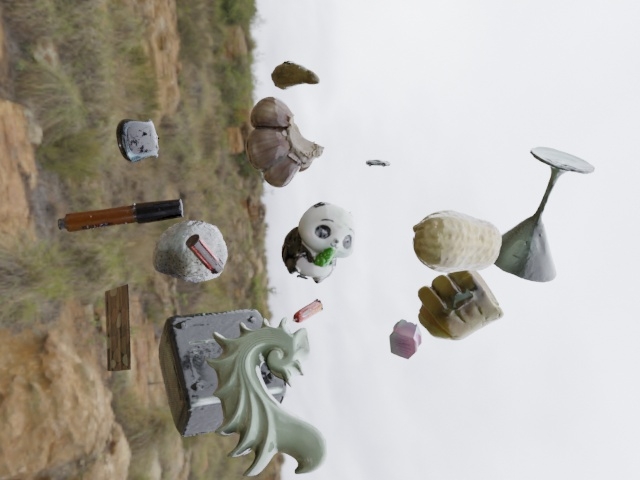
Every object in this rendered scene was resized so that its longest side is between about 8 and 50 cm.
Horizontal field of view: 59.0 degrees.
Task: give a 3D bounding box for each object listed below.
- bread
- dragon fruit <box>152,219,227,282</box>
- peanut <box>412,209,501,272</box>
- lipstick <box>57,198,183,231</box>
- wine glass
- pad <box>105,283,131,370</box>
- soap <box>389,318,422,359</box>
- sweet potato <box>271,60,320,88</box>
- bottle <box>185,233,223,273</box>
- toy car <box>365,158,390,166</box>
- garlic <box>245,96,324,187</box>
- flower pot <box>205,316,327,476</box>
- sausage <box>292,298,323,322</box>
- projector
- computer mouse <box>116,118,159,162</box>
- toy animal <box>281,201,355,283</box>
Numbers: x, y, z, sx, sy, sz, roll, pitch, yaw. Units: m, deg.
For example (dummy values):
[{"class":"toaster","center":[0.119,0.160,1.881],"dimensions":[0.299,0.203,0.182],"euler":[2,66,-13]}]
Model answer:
[{"class":"bread","center":[0.585,0.279,2.479],"dimensions":[0.300,0.342,0.210],"euler":[65,7,21]},{"class":"dragon fruit","center":[-0.531,0.032,2.258],"dimensions":[0.221,0.283,0.203],"euler":[-42,147,-73]},{"class":"peanut","center":[0.361,0.008,1.460],"dimensions":[0.174,0.340,0.158],"euler":[-30,-118,47]},{"class":"lipstick","center":[-0.690,-0.086,1.964],"dimensions":[0.077,0.419,0.077],"euler":[171,-90,-82]},{"class":"wine glass","center":[0.735,-0.092,1.906],"dimensions":[0.267,0.267,0.405],"euler":[-116,-148,-55]},{"class":"pad","center":[-0.570,0.247,1.587],"dimensions":[0.158,0.003,0.234],"euler":[-16,-105,45]},{"class":"soap","center":[0.279,0.324,1.853],"dimensions":[0.056,0.100,0.149],"euler":[-56,150,-35]},{"class":"sweet potato","center":[-0.105,-0.556,1.905],"dimensions":[0.310,0.124,0.097],"euler":[-133,-152,-64]},{"class":"bottle","center":[-0.386,0.050,1.911],"dimensions":[0.164,0.060,0.060],"euler":[58,7,-40]},{"class":"toy car","center":[0.215,-0.290,2.109],"dimensions":[0.041,0.093,0.025],"euler":[-60,151,-68]},{"class":"garlic","center":[-0.120,-0.246,1.464],"dimensions":[0.214,0.160,0.191],"euler":[46,-28,-17]},{"class":"flower pot","center":[-0.132,0.377,1.357],"dimensions":[0.164,0.254,0.367],"euler":[91,-10,-70]},{"class":"sausage","center":[-0.049,0.244,1.917],"dimensions":[0.048,0.145,0.050],"euler":[41,-56,19]},{"class":"projector","center":[-0.372,0.471,2.110],"dimensions":[0.405,0.396,0.242],"euler":[63,-36,39]},{"class":"computer mouse","center":[-0.577,-0.328,1.830],"dimensions":[0.233,0.097,0.137],"euler":[-74,161,-74]},{"class":"toy animal","center":[0.001,0.006,1.884],"dimensions":[0.266,0.213,0.212],"euler":[-48,-137,38]}]
